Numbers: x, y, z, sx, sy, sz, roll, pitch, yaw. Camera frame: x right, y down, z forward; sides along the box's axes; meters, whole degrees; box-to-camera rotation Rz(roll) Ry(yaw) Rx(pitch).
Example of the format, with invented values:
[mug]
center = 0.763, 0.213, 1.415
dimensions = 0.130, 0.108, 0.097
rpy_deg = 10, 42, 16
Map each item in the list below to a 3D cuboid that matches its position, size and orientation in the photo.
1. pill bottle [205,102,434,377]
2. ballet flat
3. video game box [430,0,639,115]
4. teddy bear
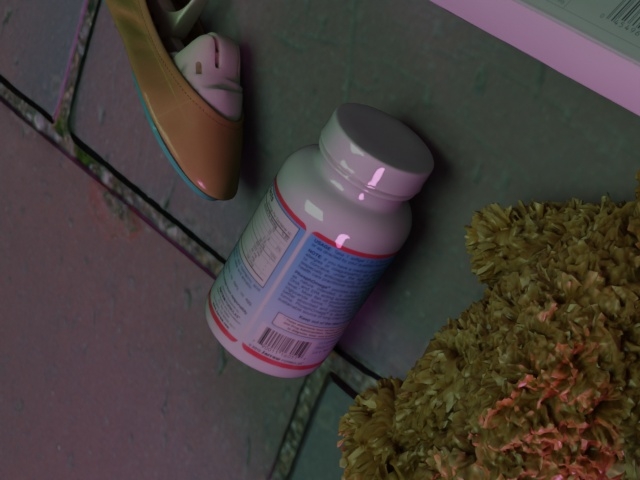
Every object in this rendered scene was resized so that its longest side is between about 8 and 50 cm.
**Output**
[pill bottle]
center = 0.000, 0.000, 0.731
dimensions = 0.087, 0.087, 0.160
rpy_deg = 50, 124, 28
[ballet flat]
center = -0.097, -0.138, 0.823
dimensions = 0.073, 0.080, 0.232
rpy_deg = -35, 70, 23
[video game box]
center = 0.153, -0.152, 0.533
dimensions = 0.187, 0.048, 0.205
rpy_deg = -46, 54, -8
[teddy bear]
center = 0.116, 0.058, 0.567
dimensions = 0.338, 0.113, 0.245
rpy_deg = -32, 27, 44
